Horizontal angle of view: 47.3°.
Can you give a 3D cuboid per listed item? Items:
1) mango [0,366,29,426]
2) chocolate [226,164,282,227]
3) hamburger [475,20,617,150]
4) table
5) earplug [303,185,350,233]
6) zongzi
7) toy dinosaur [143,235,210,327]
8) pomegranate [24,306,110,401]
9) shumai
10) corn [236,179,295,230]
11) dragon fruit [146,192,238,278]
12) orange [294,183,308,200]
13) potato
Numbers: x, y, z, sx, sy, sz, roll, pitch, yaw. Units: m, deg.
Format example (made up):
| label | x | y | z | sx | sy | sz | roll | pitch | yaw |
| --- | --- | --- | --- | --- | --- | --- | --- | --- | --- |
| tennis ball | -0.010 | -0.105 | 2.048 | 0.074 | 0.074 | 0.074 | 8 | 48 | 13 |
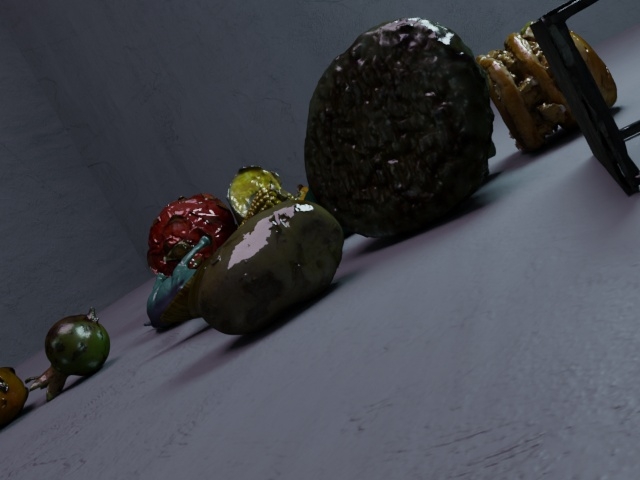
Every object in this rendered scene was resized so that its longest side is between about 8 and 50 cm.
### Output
| label | x | y | z | sx | sy | sz | roll | pitch | yaw |
| --- | --- | --- | --- | --- | --- | --- | --- | --- | --- |
| mango | -0.756 | 0.356 | 1.671 | 0.248 | 0.156 | 0.151 | -19 | 50 | 63 |
| chocolate | -0.183 | -0.083 | 2.232 | 0.162 | 0.162 | 0.445 | -30 | -13 | -8 |
| hamburger | 0.429 | -0.303 | 1.422 | 0.211 | 0.245 | 0.260 | -36 | -34 | 15 |
| table | 0.432 | -0.240 | 0.890 | 0.272 | 0.222 | 0.335 | -26 | 8 | 19 |
| earplug | -0.006 | -0.067 | 1.680 | 0.257 | 0.280 | 0.164 | -4 | 39 | -19 |
| zongzi | -0.173 | 0.074 | 1.390 | 0.288 | 0.134 | 0.286 | -31 | 1 | -17 |
| toy dinosaur | -0.364 | 0.158 | 1.710 | 0.383 | 0.129 | 0.331 | -47 | 8 | 23 |
| pomegranate | -0.590 | 0.263 | 1.694 | 0.220 | 0.156 | 0.156 | -34 | 7 | -9 |
| shumai | 0.190 | -0.188 | 1.355 | 0.395 | 0.395 | 0.348 | -24 | -13 | 36 |
| corn | -0.155 | 0.012 | 1.623 | 0.313 | 0.102 | 0.102 | -55 | -6 | 26 |
| dragon fruit | -0.370 | 0.006 | 2.146 | 0.277 | 0.277 | 0.342 | -27 | 12 | 16 |
| orange | -0.053 | -0.083 | 2.196 | 0.112 | 0.170 | 0.160 | 12 | -5 | -6 |
| potato | -0.083 | 0.040 | 1.164 | 0.262 | 0.165 | 0.165 | -32 | 7 | -13 |
